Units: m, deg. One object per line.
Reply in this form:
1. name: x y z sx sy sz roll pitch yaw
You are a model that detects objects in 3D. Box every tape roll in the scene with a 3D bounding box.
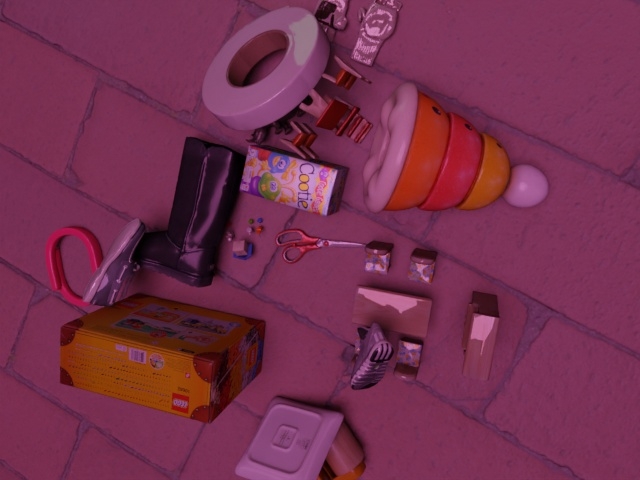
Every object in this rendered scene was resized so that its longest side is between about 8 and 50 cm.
1. tape roll: -0.156 -0.481 1.487 0.392 0.072 0.391 -17 54 25

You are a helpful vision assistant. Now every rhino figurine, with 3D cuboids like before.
1. rhino figurine: -0.131 -0.369 1.616 0.243 0.073 0.106 -32 75 20

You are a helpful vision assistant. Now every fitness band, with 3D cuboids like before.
1. fitness band: -0.873 0.094 1.923 0.209 0.054 0.290 -6 98 14

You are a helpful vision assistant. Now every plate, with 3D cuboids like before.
1. plate: -0.101 0.614 1.647 0.278 0.277 0.045 3 135 33

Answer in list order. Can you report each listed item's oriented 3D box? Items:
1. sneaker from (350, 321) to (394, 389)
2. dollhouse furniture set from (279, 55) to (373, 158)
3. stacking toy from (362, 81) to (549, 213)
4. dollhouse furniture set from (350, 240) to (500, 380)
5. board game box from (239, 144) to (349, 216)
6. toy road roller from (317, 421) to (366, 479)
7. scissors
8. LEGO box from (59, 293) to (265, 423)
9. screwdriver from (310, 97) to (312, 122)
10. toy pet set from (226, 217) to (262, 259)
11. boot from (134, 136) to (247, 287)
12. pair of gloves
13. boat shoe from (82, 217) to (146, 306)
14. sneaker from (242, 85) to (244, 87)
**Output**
1. sneaker: 0.132 0.310 1.494 0.086 0.132 0.228 3 135 -22
2. dollhouse furniture set: 0.047 -0.338 1.472 0.135 0.259 0.262 40 108 9
3. stacking toy: 0.373 -0.193 1.428 0.481 0.350 0.350 14 103 -6
4. dollhouse furniture set: 0.279 0.223 1.499 0.395 0.256 0.361 10 101 14
5. board game box: -0.076 -0.181 1.595 0.276 0.142 0.144 17 103 13
6. toy road roller: -0.041 0.725 1.683 0.330 0.240 0.202 -35 89 18
7. scissors: 0.000 0.000 1.666 0.297 0.021 0.108 -12 94 19
8. LEGO box: -0.478 0.343 1.679 0.501 0.372 0.193 10 102 15
9. screwdriver: -0.024 -0.440 1.607 0.024 0.025 0.169 6 109 15
10. toy pet set: -0.239 -0.002 1.729 0.122 0.065 0.114 -6 63 14
11. boot: -0.458 -0.118 1.714 0.367 0.146 0.444 18 105 9
12. pair of gloves: 0.095 -0.635 1.524 0.240 0.042 0.204 34 106 8
13. boat shoe: -0.624 0.074 1.683 0.099 0.116 0.319 30 100 -30
14. sneaker: -0.259 -0.485 1.647 0.058 0.052 0.135 -42 87 13
